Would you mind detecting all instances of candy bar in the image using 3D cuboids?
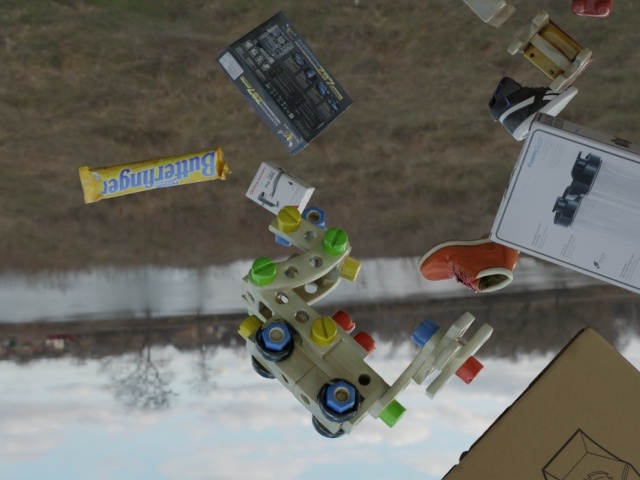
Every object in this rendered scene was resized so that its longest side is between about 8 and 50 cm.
[{"bbox_3d":[-0.178,-0.072,0.887,0.162,0.040,0.018,-9,-163,1],"label":"candy bar"}]

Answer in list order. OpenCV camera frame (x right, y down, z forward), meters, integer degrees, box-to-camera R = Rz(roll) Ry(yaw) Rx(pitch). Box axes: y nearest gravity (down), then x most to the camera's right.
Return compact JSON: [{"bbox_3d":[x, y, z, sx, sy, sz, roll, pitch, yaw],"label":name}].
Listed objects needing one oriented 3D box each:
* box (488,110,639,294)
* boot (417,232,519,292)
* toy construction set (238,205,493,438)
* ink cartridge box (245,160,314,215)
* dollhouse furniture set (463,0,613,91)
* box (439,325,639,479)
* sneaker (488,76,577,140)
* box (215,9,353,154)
[{"bbox_3d":[0.378,-0.037,1.033,0.290,0.169,0.087,20,-156,12],"label":"box"},{"bbox_3d":[0.209,0.042,1.192,0.158,0.084,0.059,-16,131,31],"label":"boot"},{"bbox_3d":[0.033,0.100,0.979,0.328,0.151,0.215,33,-121,29],"label":"toy construction set"},{"bbox_3d":[-0.099,-0.118,1.987,0.135,0.099,0.056,31,-166,12],"label":"ink cartridge box"},{"bbox_3d":[0.301,-0.425,1.258,0.201,0.374,0.152,-49,171,22],"label":"dollhouse furniture set"},{"bbox_3d":[0.201,0.182,0.549,0.164,0.201,0.021,-44,169,-10],"label":"box"},{"bbox_3d":[0.423,-0.295,1.659,0.217,0.121,0.079,-34,165,-37],"label":"sneaker"},{"bbox_3d":[-0.064,-0.304,1.575,0.059,0.232,0.183,-28,-165,47],"label":"box"}]
